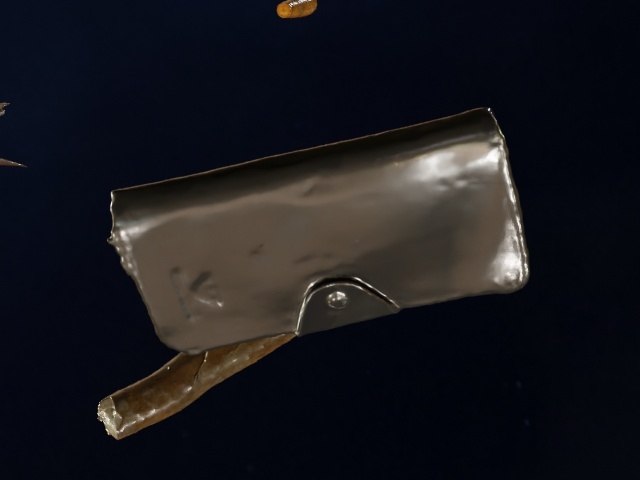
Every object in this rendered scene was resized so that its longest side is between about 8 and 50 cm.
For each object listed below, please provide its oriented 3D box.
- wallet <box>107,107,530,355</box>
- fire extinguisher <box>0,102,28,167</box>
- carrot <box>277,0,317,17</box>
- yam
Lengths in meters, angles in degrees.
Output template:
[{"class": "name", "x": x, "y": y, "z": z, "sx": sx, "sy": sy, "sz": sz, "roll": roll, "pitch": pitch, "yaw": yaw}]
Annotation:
[{"class": "wallet", "x": 0.000, "y": 0.000, "z": 1.407, "sx": 0.377, "sy": 0.197, "sz": 0.051, "roll": -11, "pitch": -148, "yaw": 9}, {"class": "fire extinguisher", "x": -0.307, "y": 0.008, "z": 1.202, "sx": 0.075, "sy": 0.106, "sz": 0.252, "roll": 18, "pitch": -79, "yaw": 22}, {"class": "carrot", "x": -0.031, "y": -0.309, "z": 1.997, "sx": 0.032, "sy": 0.032, "sz": 0.093, "roll": -6, "pitch": -167, "yaw": 23}, {"class": "yam", "x": -0.128, "y": 0.136, "z": 1.616, "sx": 0.241, "sy": 0.057, "sz": 0.057, "roll": -30, "pitch": -138, "yaw": -15}]
